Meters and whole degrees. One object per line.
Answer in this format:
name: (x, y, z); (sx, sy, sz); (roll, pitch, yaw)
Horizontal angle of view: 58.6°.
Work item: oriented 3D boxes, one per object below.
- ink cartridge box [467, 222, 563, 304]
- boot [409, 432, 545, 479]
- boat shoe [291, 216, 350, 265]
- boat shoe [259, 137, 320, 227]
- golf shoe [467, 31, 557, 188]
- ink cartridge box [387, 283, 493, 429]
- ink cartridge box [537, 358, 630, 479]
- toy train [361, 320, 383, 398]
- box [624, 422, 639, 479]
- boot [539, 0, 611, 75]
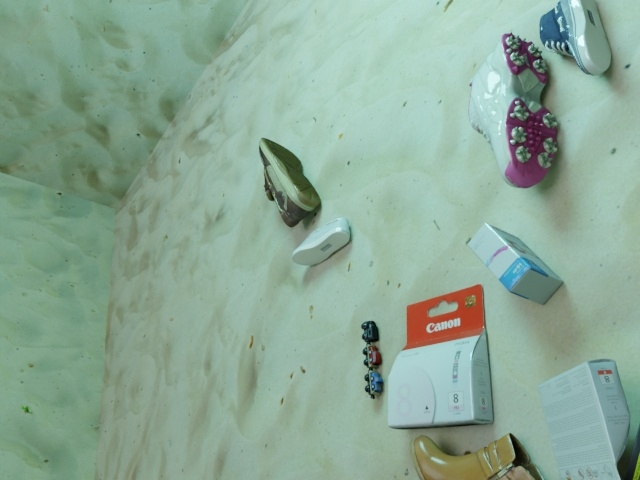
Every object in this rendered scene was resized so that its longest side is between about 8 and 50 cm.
ink cartridge box: (0.301, 0.034, 0.890); (0.052, 0.088, 0.122); (-57, 36, 20)
boot: (0.233, 0.337, 0.854); (0.152, 0.072, 0.197); (-57, 47, 21)
boat shoe: (0.000, 0.000, 1.369); (0.184, 0.066, 0.063); (-39, 31, 42)
boat shoe: (-0.112, -0.161, 1.563); (0.123, 0.123, 0.342); (-54, 43, 21)
golf shoe: (0.322, -0.208, 0.986); (0.140, 0.115, 0.307); (-39, 37, 54)
ink cartridge box: (0.198, 0.202, 0.987); (0.189, 0.066, 0.233); (-26, 58, 47)
ink cartridge box: (0.340, 0.252, 0.710); (0.145, 0.045, 0.180); (100, 163, -64)
toy train: (0.104, 0.233, 1.130); (0.036, 0.027, 0.158); (-24, 53, 34)
box: (0.428, 0.268, 0.572); (0.216, 0.060, 0.270); (20, 102, 57)
boot: (0.416, -0.327, 0.944); (0.086, 0.069, 0.190); (-37, 37, 50)
